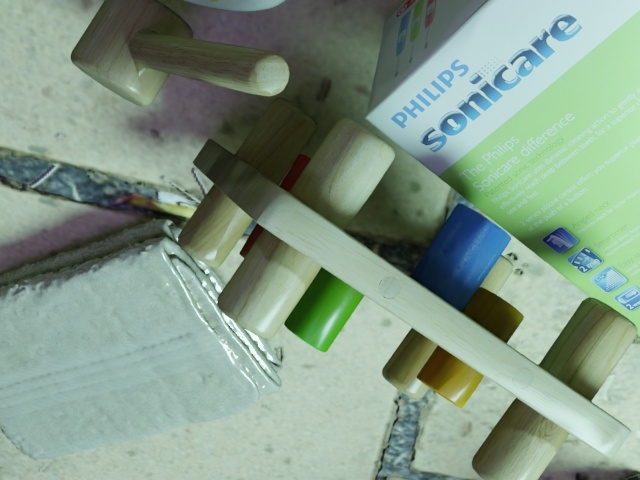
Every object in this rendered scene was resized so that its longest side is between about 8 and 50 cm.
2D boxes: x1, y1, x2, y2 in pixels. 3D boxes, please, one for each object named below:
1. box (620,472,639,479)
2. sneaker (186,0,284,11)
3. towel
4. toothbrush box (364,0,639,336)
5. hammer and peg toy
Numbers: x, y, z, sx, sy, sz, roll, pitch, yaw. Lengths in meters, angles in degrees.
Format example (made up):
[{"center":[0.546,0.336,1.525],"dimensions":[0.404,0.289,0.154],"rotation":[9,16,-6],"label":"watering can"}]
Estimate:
[{"center":[0.301,0.362,0.919],"dimensions":[0.060,0.270,0.216],"rotation":[-28,118,27],"label":"box"},{"center":[-0.103,-0.228,0.626],"dimensions":[0.240,0.091,0.126],"rotation":[27,128,-11],"label":"sneaker"},{"center":[-0.186,0.089,0.935],"dimensions":[0.282,0.049,0.187],"rotation":[-16,123,24],"label":"towel"},{"center":[0.202,-0.081,0.668],"dimensions":[0.283,0.122,0.206],"rotation":[35,126,-19],"label":"toothbrush box"},{"center":[0.000,0.000,0.684],"dimensions":[0.361,0.266,0.127],"rotation":[34,91,-18],"label":"hammer and peg toy"}]
